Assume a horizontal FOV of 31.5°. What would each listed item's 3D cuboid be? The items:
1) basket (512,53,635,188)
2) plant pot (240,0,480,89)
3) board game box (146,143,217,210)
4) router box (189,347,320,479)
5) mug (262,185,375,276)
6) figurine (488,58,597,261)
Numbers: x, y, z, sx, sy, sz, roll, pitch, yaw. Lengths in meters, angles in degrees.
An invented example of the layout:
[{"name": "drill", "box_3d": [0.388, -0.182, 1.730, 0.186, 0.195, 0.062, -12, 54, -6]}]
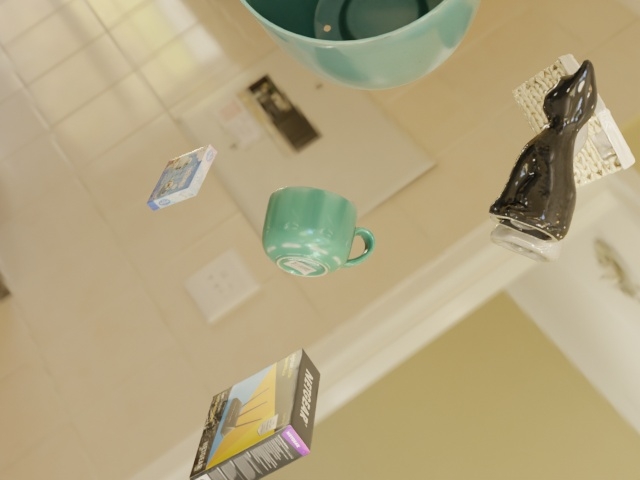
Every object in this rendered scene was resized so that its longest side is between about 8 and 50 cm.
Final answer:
[{"name": "basket", "box_3d": [0.352, -0.164, 1.598, 0.113, 0.103, 0.167, 50, 17, -35]}, {"name": "plant pot", "box_3d": [0.055, -0.307, 1.300, 0.293, 0.293, 0.235, 53, 0, 19]}, {"name": "board game box", "box_3d": [-0.200, -0.091, 1.639, 0.020, 0.090, 0.090, 48, 44, -30]}, {"name": "router box", "box_3d": [-0.071, 0.207, 1.289, 0.046, 0.133, 0.179, 56, 14, -17]}, {"name": "mug", "box_3d": [-0.005, -0.004, 1.615, 0.129, 0.158, 0.097, 78, 21, -66]}, {"name": "figurine", "box_3d": [0.285, -0.093, 1.387, 0.092, 0.209, 0.215, 21, -8, 12]}]
